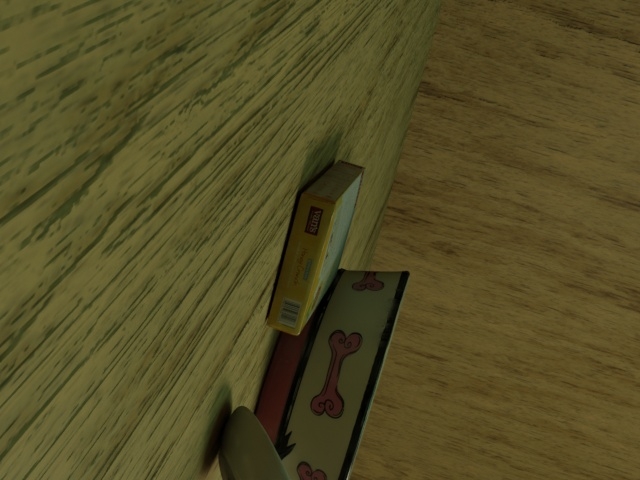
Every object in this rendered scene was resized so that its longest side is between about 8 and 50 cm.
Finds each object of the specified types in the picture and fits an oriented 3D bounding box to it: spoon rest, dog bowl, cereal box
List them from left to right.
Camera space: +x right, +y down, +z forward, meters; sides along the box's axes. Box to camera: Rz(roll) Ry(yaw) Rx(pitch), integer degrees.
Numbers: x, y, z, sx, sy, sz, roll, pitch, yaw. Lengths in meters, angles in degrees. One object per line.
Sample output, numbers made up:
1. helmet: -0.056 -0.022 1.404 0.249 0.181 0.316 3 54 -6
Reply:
1. spoon rest: -0.038 0.307 0.862 0.276 0.084 0.137 70 -22 11
2. cereal box: 0.000 0.000 1.039 0.240 0.047 0.173 -52 158 -72
3. dog bowl: 0.010 0.223 1.244 0.408 0.150 0.408 16 90 -83
